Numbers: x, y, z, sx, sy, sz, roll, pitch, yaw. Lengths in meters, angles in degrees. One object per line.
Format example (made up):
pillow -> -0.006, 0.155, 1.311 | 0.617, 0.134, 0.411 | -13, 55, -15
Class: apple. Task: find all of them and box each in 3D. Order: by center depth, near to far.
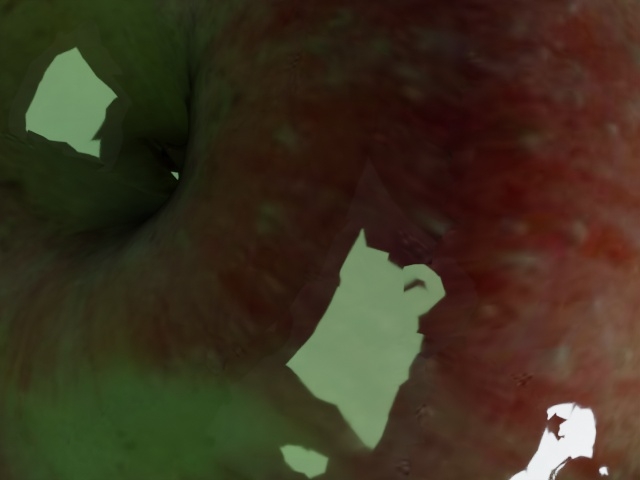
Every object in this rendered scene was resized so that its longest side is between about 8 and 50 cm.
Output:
apple -> 0.000, 0.000, 0.517 | 0.345, 0.269, 0.345 | -12, 69, 33
